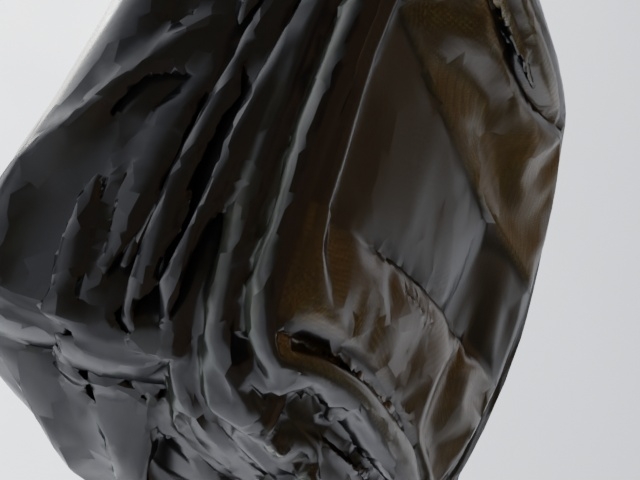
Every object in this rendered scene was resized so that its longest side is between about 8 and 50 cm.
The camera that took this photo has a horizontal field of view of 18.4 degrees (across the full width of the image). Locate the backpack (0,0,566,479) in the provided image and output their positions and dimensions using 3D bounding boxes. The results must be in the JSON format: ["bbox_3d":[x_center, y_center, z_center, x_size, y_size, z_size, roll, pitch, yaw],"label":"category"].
[{"bbox_3d":[0.000,0.000,0.581,0.206,0.133,0.258,-66,-28,-14],"label":"backpack"}]
